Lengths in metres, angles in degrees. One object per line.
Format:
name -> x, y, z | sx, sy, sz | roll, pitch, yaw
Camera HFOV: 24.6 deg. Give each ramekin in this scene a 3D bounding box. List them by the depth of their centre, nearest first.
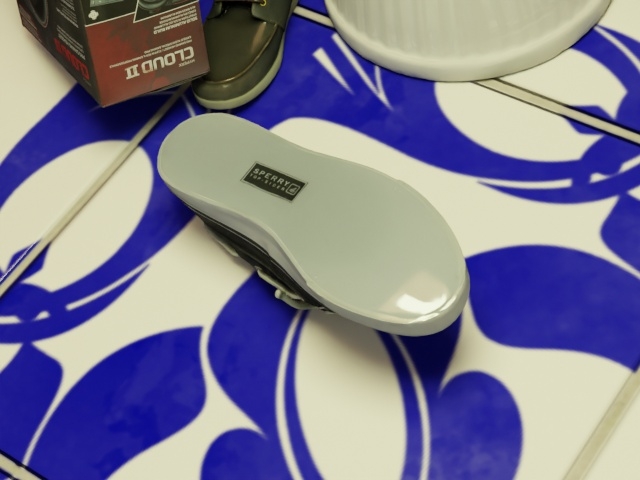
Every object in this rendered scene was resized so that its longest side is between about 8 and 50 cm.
ramekin -> 0.125, -0.280, 1.305 | 0.273, 0.127, 0.273 | -7, 52, 9

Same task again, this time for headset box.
headset box -> -0.200, -0.269, 1.269 | 0.110, 0.293, 0.218 | -21, 36, -20

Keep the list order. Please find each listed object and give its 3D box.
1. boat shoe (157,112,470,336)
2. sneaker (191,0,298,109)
boat shoe -> -0.003, 0.003, 1.139 | 0.306, 0.105, 0.113 | 24, 66, 35
sneaker -> -0.073, -0.229, 1.318 | 0.083, 0.118, 0.222 | 7, 56, 18
